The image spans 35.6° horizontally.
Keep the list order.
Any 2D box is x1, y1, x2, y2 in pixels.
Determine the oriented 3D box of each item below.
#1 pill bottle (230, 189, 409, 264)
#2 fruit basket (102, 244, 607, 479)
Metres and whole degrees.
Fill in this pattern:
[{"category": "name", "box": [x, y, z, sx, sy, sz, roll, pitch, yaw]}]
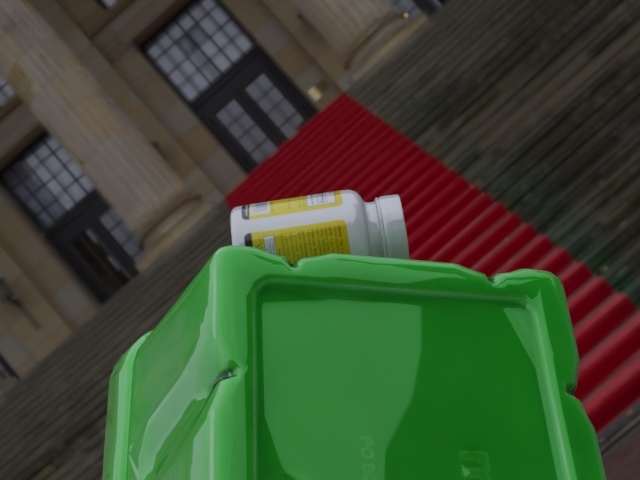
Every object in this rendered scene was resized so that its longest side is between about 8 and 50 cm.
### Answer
[{"category": "pill bottle", "box": [0.000, 0.000, 0.685, 0.116, 0.065, 0.065, -9, -6, 2]}, {"category": "fruit basket", "box": [-0.014, 0.224, 0.504, 0.282, 0.392, 0.392, 5, -19, -11]}]
